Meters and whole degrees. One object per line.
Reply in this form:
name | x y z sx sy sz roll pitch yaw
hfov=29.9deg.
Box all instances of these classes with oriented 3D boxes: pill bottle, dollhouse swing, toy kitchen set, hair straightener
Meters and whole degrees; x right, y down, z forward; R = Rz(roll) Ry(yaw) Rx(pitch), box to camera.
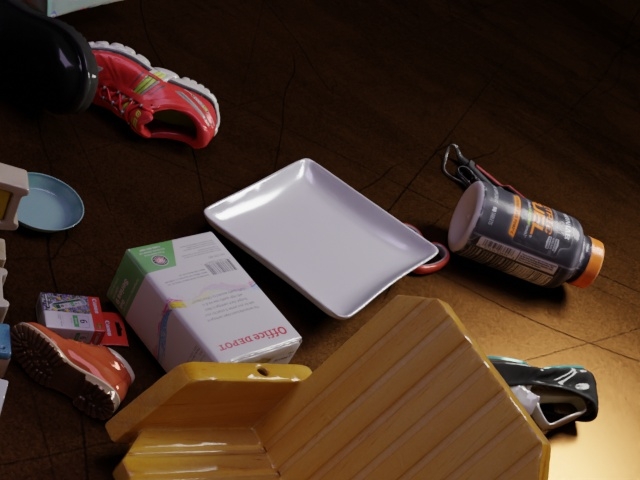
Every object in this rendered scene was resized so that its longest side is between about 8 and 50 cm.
pill bottle | 0.348 0.000 2.004 0.246 0.130 0.130 20 35 -12
dollhouse swing | 0.011 0.236 1.298 0.315 0.305 0.346 8 38 -45
toy kitchen set | -0.418 0.026 1.411 0.122 0.166 0.207 9 39 -25
hair straightener | 0.299 -0.098 2.168 0.089 0.047 0.230 -11 50 -43

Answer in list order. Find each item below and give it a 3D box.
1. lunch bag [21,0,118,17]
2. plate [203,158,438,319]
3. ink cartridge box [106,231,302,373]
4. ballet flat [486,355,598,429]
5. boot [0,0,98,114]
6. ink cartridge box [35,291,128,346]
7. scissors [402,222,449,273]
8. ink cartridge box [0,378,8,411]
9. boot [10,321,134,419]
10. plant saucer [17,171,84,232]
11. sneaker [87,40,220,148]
lunch bag | -0.473 -0.509 2.072 0.262 0.160 0.223 33 37 26
plate | 0.000 0.000 1.823 0.277 0.045 0.278 37 38 18
ink cartridge box | -0.151 0.100 1.561 0.154 0.093 0.212 -14 51 -48
ballet flat | 0.297 0.222 1.724 0.281 0.095 0.096 6 53 -29
boot | -0.523 -0.284 1.762 0.348 0.131 0.260 34 27 26
ink cartridge box | -0.299 0.101 1.519 0.115 0.029 0.063 7 39 -27
scissors | 0.093 0.035 1.880 0.109 0.021 0.297 44 37 21
ink cartridge box | -0.427 0.186 1.236 0.175 0.127 0.072 17 39 -14
boot | -0.298 0.144 1.447 0.158 0.059 0.084 38 32 -1
plant saucer | -0.388 -0.048 1.654 0.119 0.021 0.119 18 37 -14
sneaker | -0.289 -0.222 1.878 0.279 0.107 0.118 17 43 -15
